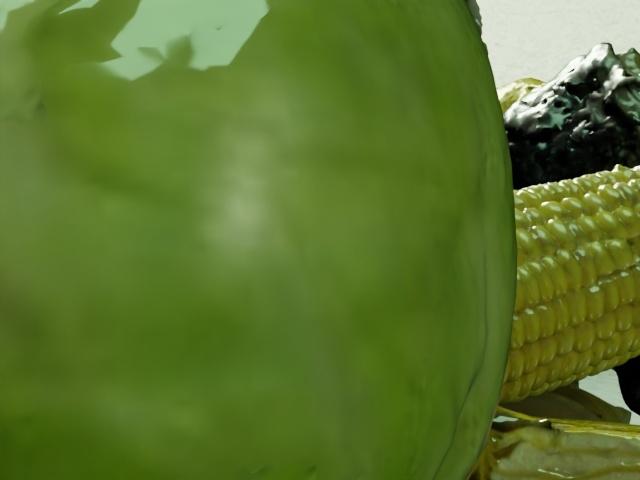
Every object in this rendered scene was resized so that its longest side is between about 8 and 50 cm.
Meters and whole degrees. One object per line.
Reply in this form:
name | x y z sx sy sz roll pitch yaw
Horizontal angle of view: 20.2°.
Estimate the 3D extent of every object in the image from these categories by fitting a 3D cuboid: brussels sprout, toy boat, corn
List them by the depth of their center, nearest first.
brussels sprout | -0.080 -0.009 0.522 0.274 0.242 0.316 -18 38 -33
corn | 0.048 0.031 0.752 0.244 0.093 0.093 -14 16 -21
toy boat | 0.076 0.078 0.822 0.149 0.047 0.049 8 6 -16

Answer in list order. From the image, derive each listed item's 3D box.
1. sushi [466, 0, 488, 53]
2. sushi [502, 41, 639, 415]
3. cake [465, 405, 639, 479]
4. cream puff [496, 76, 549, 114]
sushi | -0.085 -0.114 1.254 0.417 0.176 0.417 -10 -4 -1
sushi | 0.171 0.010 0.893 0.212 0.115 0.147 55 16 -4
cake | 0.119 0.105 0.671 0.185 0.079 0.116 3 -8 10
cream puff | 0.181 -0.052 1.592 0.221 0.194 0.195 12 5 40
